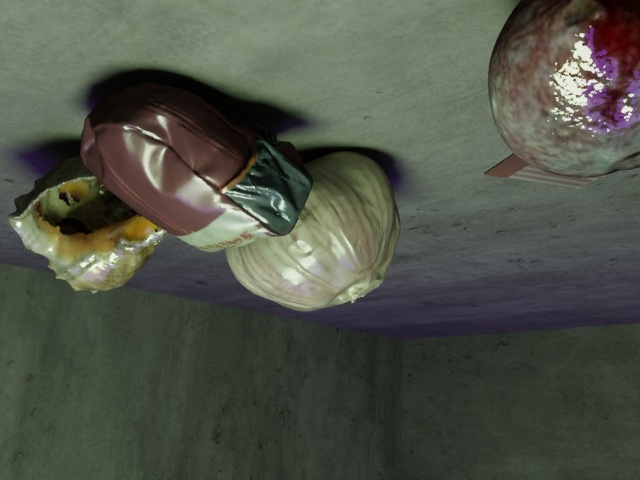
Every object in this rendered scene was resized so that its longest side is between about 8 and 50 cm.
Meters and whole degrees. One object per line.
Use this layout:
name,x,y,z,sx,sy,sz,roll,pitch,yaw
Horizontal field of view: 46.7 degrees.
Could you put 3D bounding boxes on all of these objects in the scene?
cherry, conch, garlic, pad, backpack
cherry,0.288,-0.177,0.761,0.230,0.202,0.300,1,165,23
conch,-0.410,-0.065,1.379,0.352,0.210,0.297,-40,145,19
garlic,0.000,0.000,1.322,0.317,0.259,0.317,-36,160,-16
pad,0.433,-0.143,1.243,0.202,0.005,0.300,7,165,-15
backpack,-0.205,-0.117,1.134,0.317,0.197,0.283,35,149,-26
